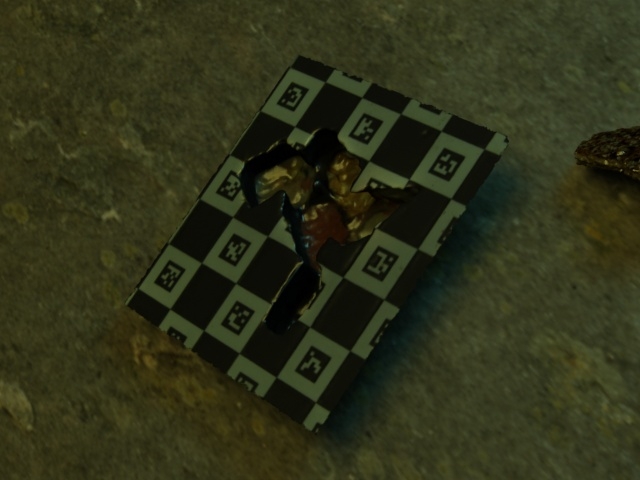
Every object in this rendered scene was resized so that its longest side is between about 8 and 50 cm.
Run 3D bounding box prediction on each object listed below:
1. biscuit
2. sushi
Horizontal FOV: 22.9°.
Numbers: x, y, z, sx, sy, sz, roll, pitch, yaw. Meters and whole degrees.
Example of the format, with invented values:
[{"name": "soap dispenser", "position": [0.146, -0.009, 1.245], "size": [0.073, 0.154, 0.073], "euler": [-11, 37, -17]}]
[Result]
[{"name": "biscuit", "position": [0.351, -0.089, 1.527], "size": [0.237, 0.026, 0.131], "euler": [-5, 21, 28]}, {"name": "sushi", "position": [0.000, 0.000, 1.709], "size": [0.343, 0.064, 0.359], "euler": [28, 80, 43]}]
